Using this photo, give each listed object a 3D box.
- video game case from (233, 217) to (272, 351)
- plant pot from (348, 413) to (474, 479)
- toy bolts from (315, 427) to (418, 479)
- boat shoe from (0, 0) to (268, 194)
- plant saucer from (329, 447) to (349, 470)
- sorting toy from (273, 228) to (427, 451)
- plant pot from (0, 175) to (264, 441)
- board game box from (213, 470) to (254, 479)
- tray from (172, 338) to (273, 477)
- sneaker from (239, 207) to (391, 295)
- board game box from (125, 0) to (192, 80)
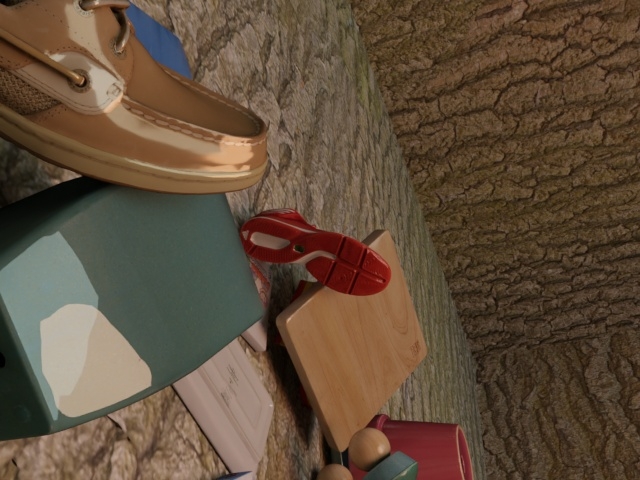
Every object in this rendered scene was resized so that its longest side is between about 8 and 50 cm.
[{"bbox_3d":[-0.111,0.057,0.919,0.157,0.019,0.143,59,24,-45],"label":"video game case"},{"bbox_3d":[0.164,0.396,1.130,0.201,0.180,0.201,-13,90,-74],"label":"plant pot"},{"bbox_3d":[0.045,0.379,0.922,0.218,0.228,0.158,-9,54,-50],"label":"toy bolts"},{"bbox_3d":[-0.172,-0.124,0.418,0.341,0.110,0.122,17,26,-31],"label":"boat shoe"},{"bbox_3d":[0.052,0.382,1.153,0.195,0.037,0.195,-14,90,-72],"label":"plant saucer"},{"bbox_3d":[0.040,0.152,1.055,0.255,0.089,0.257,-39,121,-36],"label":"sorting toy"},{"bbox_3d":[-0.178,0.041,0.486,0.234,0.165,0.166,-46,121,-66],"label":"plant pot"},{"bbox_3d":[-0.116,0.335,0.658,0.211,0.039,0.160,24,54,-70],"label":"board game box"},{"bbox_3d":[-0.118,0.166,0.796,0.145,0.030,0.270,-76,148,-54],"label":"tray"},{"bbox_3d":[0.000,0.000,0.961,0.128,0.221,0.087,-75,-171,-69],"label":"sneaker"},{"bbox_3d":[-0.213,-0.202,0.776,0.168,0.033,0.133,23,60,-63],"label":"board game box"}]
